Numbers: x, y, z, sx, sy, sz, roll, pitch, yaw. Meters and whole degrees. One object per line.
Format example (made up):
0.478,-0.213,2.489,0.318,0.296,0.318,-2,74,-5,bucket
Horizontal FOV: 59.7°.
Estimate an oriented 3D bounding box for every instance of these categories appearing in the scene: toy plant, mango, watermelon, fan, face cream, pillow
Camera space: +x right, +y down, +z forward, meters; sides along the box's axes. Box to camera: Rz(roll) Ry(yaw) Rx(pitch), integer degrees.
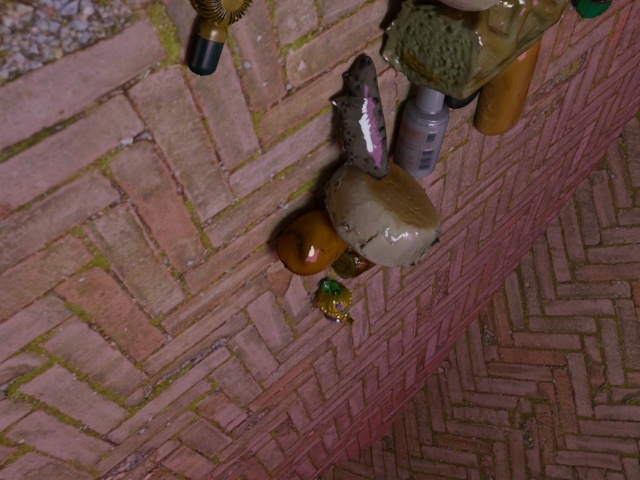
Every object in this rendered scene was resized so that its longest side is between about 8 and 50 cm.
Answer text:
0.685,-0.627,1.361,0.143,0.105,0.200,-63,173,-7,toy plant
0.000,0.000,1.204,0.219,0.112,0.145,-22,143,-44,mango
0.314,-0.339,1.237,0.111,0.078,0.078,-53,152,13,watermelon
-0.134,-0.285,0.723,0.082,0.039,0.155,-15,139,-46,fan
0.222,-0.256,1.192,0.101,0.101,0.252,-31,148,-28,face cream
0.075,-0.215,1.040,0.093,0.051,0.241,-17,121,-7,pillow

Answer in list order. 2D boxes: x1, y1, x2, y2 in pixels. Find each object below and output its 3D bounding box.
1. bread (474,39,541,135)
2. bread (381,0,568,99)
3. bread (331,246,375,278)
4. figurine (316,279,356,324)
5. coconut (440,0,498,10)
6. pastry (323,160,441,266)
0.464,-0.386,1.373,0.142,0.091,0.305,-43,153,-19,bread
0.270,-0.386,0.972,0.252,0.238,0.196,-42,140,-20,bread
0.113,0.015,1.386,0.172,0.103,0.132,-32,169,-31,bread
0.049,0.167,1.492,0.095,0.115,0.156,-43,152,-29,figurine
0.206,-0.451,0.774,0.245,0.233,0.233,-44,153,-15,coconut
0.128,-0.059,1.164,0.265,0.265,0.133,-6,145,-51,pastry
